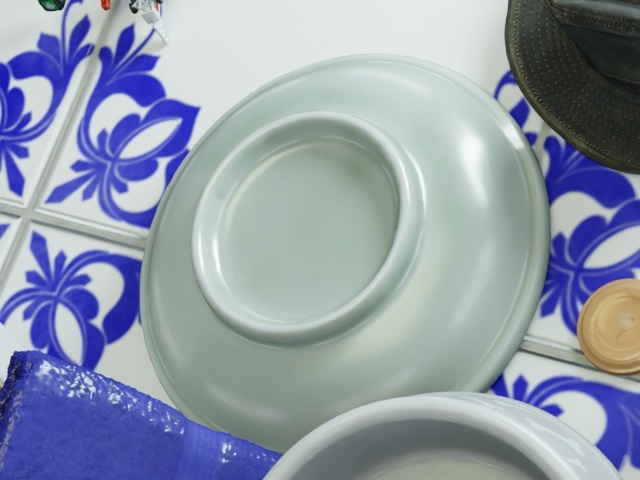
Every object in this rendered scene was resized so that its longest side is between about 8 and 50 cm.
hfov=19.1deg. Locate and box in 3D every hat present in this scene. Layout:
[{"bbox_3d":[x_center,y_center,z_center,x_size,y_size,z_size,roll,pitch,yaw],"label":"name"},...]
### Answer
[{"bbox_3d":[0.278,-0.209,1.559,0.331,0.134,0.331,-3,85,32],"label":"hat"}]

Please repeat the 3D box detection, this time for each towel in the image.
[{"bbox_3d":[-0.155,0.243,1.537,0.076,0.308,0.228,-8,59,54],"label":"towel"}]

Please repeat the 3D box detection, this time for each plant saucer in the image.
[{"bbox_3d":[0.253,0.071,1.574,0.083,0.013,0.083,-10,65,23],"label":"plant saucer"},{"bbox_3d":[0.000,0.000,1.676,0.400,0.100,0.400,-10,65,21],"label":"plant saucer"}]

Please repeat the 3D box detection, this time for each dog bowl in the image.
[{"bbox_3d":[0.083,0.277,1.449,0.348,0.102,0.349,-4,75,17],"label":"dog bowl"}]

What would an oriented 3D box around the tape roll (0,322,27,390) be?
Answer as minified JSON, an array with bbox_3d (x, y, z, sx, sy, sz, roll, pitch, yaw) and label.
[{"bbox_3d":[-0.308,0.199,1.631,0.100,0.286,0.286,-24,61,14],"label":"tape roll"}]

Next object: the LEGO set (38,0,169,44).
[{"bbox_3d":[-0.175,-0.310,1.935,0.182,0.060,0.244,30,77,38],"label":"LEGO set"}]
